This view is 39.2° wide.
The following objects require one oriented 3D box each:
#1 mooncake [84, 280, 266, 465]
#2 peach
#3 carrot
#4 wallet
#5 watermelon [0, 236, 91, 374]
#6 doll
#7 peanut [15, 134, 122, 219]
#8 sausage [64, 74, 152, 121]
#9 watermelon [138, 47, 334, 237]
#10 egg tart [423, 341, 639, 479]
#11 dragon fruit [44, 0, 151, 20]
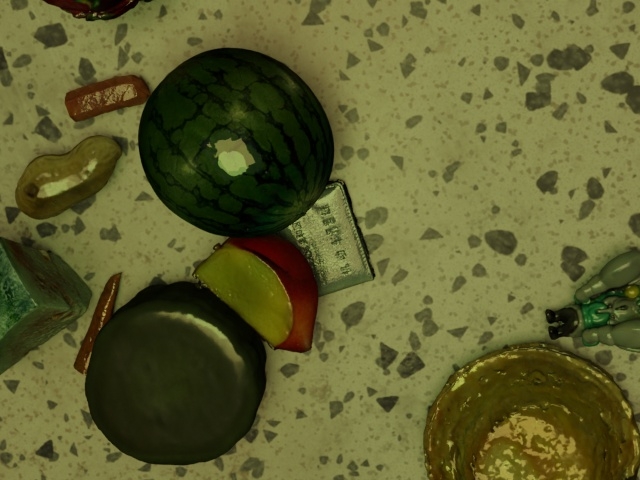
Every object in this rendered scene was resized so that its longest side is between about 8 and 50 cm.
[{"bbox_3d":[-0.281,0.264,1.786,0.357,0.194,0.356,2,103,7],"label":"mooncake"},{"bbox_3d":[-0.087,0.084,1.727,0.267,0.159,0.154,42,124,7],"label":"peach"},{"bbox_3d":[-0.453,0.167,1.855,0.057,0.057,0.224,18,98,1],"label":"carrot"},{"bbox_3d":[0.000,0.000,1.796,0.167,0.036,0.222,-17,98,7],"label":"wallet"},{"bbox_3d":[-0.578,0.115,1.781,0.258,0.387,0.228,-12,72,-33],"label":"watermelon"},{"bbox_3d":[0.574,0.146,1.716,0.258,0.153,0.195,-37,68,5],"label":"doll"},{"bbox_3d":[-0.500,-0.129,1.776,0.236,0.110,0.120,-32,82,7],"label":"peanut"},{"bbox_3d":[-0.412,-0.283,1.764,0.169,0.065,0.065,-15,98,7],"label":"sausage"},{"bbox_3d":[-0.151,-0.170,1.631,0.363,0.363,0.363,1,100,4],"label":"watermelon"},{"bbox_3d":[0.419,0.420,1.765,0.443,0.178,0.443,1,98,5],"label":"egg tart"},{"bbox_3d":[-0.405,-0.550,1.604,0.329,0.329,0.329,1,100,4],"label":"dragon fruit"}]
